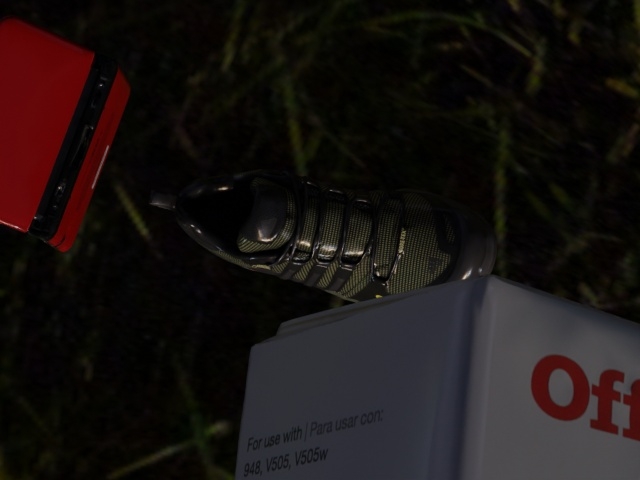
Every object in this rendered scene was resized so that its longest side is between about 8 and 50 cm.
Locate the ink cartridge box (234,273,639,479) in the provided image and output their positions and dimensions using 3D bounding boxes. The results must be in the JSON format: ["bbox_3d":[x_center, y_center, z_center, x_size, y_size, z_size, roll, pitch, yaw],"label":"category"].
[{"bbox_3d":[0.055,0.126,0.347,0.087,0.153,0.208,-21,57,53],"label":"ink cartridge box"}]

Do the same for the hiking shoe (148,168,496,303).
[{"bbox_3d":[0.000,0.000,1.099,0.227,0.114,0.086,6,90,29],"label":"hiking shoe"}]

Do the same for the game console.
[{"bbox_3d":[-0.209,-0.076,1.241,0.085,0.124,0.144,20,84,4],"label":"game console"}]
